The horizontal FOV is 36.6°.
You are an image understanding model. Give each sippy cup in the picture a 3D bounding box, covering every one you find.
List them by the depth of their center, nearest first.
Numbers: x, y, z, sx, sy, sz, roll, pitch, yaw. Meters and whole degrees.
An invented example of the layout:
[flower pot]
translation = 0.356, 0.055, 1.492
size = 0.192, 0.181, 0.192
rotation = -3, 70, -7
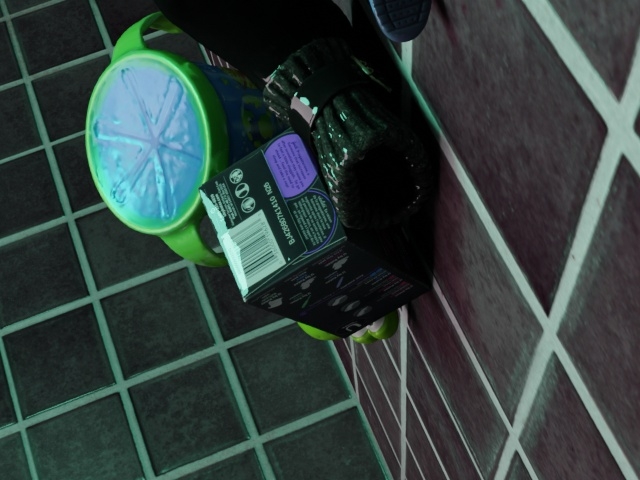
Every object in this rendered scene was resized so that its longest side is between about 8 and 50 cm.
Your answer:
[sippy cup]
translation = -0.152, -0.136, 1.288
size = 0.240, 0.224, 0.305
rotation = 24, 113, 32

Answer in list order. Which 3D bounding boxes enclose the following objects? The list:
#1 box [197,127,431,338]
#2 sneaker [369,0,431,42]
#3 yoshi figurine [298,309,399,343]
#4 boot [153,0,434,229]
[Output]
[box]
translation = 0.000, 0.000, 1.178
size = 0.270, 0.143, 0.165
rotation = 29, -147, -60
[sneaker]
translation = 0.056, -0.231, 0.815
size = 0.059, 0.053, 0.144
rotation = 109, 148, -79
[yoshi figurine]
translation = -0.003, -0.007, 1.406
size = 0.362, 0.203, 0.203
rotation = 66, 167, 1
[boot]
translation = -0.027, -0.168, 0.972
size = 0.348, 0.131, 0.260
rotation = 22, -141, -48
